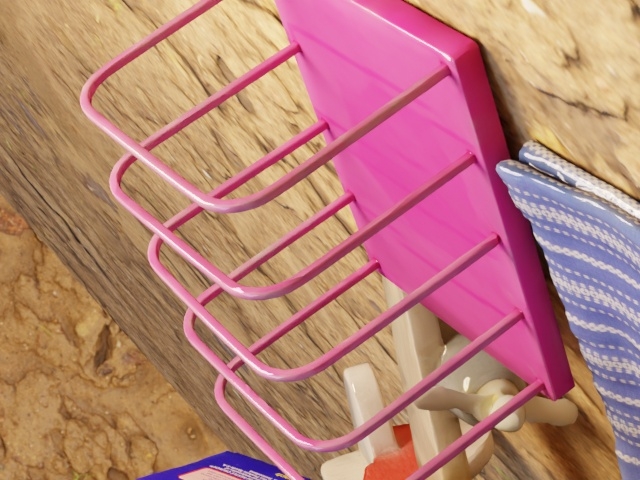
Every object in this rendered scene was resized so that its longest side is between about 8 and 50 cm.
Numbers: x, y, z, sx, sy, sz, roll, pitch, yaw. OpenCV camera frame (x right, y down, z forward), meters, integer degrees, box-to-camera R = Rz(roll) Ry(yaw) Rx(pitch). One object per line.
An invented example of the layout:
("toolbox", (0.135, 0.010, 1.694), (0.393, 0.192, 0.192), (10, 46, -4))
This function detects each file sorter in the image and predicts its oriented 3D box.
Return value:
("file sorter", (0.000, 0.000, 1.209), (0.202, 0.182, 0.290), (37, 157, 45))

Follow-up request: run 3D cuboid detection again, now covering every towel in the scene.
("towel", (0.229, 0.105, 1.133), (0.243, 0.040, 0.336), (36, 162, 44))

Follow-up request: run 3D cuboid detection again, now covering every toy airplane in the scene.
("toy airplane", (0.120, 0.238, 1.502), (0.386, 0.272, 0.384), (56, -154, -66))

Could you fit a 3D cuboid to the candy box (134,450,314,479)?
("candy box", (-0.012, 0.330, 1.256), (0.268, 0.317, 0.122), (15, -166, 33))
